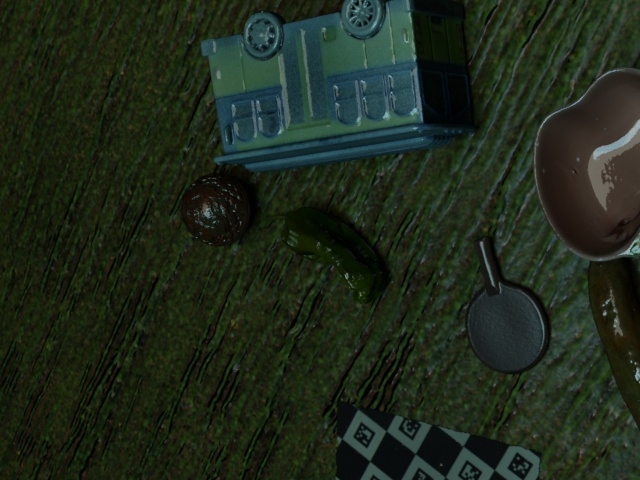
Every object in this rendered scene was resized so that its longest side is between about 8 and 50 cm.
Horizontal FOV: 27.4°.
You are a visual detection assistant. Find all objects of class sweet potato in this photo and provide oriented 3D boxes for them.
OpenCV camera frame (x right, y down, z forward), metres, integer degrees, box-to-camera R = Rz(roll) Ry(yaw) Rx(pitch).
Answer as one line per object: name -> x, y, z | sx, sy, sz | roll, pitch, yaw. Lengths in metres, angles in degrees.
sweet potato -> 0.358, 0.129, 1.474 | 0.075, 0.075, 0.273 | -31, 74, 30

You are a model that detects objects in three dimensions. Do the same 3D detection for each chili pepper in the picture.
chili pepper -> -0.002, 0.001, 1.684 | 0.204, 0.072, 0.073 | 36, 103, 28

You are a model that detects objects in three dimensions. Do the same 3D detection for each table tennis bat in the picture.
table tennis bat -> 0.191, 0.084, 1.543 | 0.107, 0.119, 0.170 | -17, 87, 32

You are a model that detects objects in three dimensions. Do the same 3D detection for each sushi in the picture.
sushi -> 0.124, 0.359, 1.649 | 0.290, 0.050, 0.264 | 8, 98, 32

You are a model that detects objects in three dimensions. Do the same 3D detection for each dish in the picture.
dish -> 0.345, -0.079, 1.449 | 0.213, 0.090, 0.213 | 1, 93, 32

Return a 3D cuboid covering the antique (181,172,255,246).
antique -> -0.138, -0.041, 1.750 | 0.104, 0.104, 0.104 | 3, 96, 32

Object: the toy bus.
toy bus -> 0.019, -0.192, 1.607 | 0.312, 0.152, 0.190 | -6, 91, 32
